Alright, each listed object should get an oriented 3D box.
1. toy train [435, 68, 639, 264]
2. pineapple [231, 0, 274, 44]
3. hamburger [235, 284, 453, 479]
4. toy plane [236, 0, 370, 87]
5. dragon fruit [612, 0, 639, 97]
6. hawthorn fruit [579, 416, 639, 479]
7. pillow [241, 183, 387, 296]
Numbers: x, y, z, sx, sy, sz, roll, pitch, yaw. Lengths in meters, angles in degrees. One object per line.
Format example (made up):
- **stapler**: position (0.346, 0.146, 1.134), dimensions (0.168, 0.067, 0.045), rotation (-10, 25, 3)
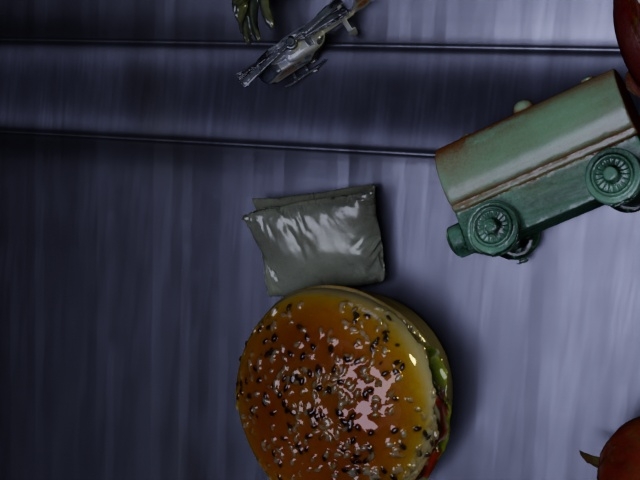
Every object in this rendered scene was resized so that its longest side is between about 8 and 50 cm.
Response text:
- **toy train**: position (0.266, -0.086, 1.407), dimensions (0.285, 0.116, 0.177), rotation (-24, 74, 25)
- **pineapple**: position (-0.048, -0.416, 1.485), dimensions (0.169, 0.169, 0.340), rotation (23, 111, 20)
- **hamburger**: position (0.031, 0.199, 1.500), dimensions (0.300, 0.176, 0.300), rotation (4, 99, 23)
- **toy plane**: position (-0.015, -0.254, 1.523), dimensions (0.197, 0.078, 0.053), rotation (-32, 80, 9)
- **dragon fruit**: position (0.431, -0.223, 1.243), dimensions (0.315, 0.250, 0.250), rotation (20, 108, -22)
- **hawthorn fruit**: position (0.388, 0.278, 1.358), dimensions (0.200, 0.179, 0.179), rotation (18, 103, 24)
- **pillow**: position (0.000, 0.000, 1.546), dimensions (0.181, 0.078, 0.134), rotation (-9, 99, 19)
